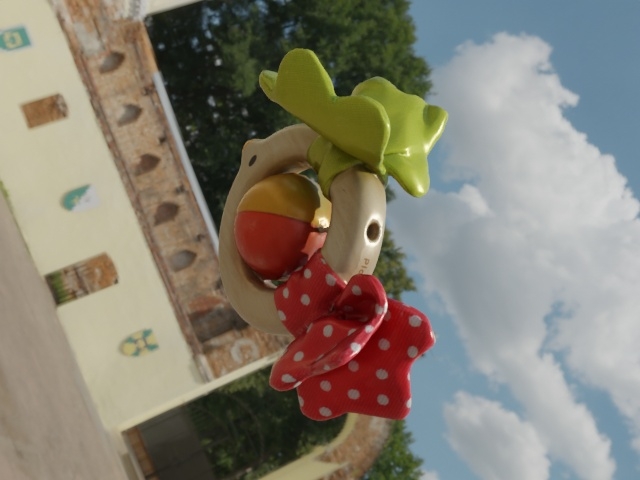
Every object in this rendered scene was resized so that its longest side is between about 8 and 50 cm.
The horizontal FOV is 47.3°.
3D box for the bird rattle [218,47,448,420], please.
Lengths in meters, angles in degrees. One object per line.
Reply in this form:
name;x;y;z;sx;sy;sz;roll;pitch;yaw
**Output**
bird rattle;0.000;0.000;0.542;0.207;0.143;0.253;2;-91;50
